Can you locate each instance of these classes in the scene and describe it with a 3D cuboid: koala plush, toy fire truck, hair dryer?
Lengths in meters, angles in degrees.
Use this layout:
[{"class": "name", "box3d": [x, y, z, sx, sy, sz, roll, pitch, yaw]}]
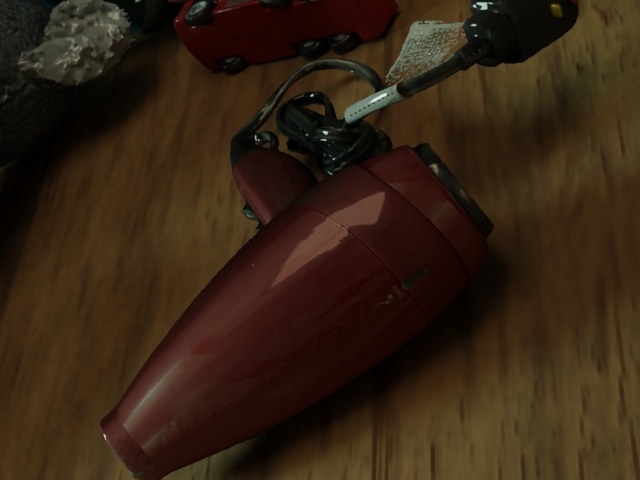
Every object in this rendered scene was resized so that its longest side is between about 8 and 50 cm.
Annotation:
[{"class": "koala plush", "box3d": [-0.235, -0.082, 1.023, 0.196, 0.203, 0.221, -19, 13, 47]}, {"class": "toy fire truck", "box3d": [0.014, -0.170, 0.978, 0.192, 0.047, 0.135, -6, 43, 41]}, {"class": "hair dryer", "box3d": [0.000, 0.000, 0.779, 0.223, 0.080, 0.293, -20, 27, 52]}]

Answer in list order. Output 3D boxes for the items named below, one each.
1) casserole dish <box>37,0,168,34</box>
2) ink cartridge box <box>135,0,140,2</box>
[{"class": "casserole dish", "box3d": [-0.178, -0.172, 1.072, 0.114, 0.188, 0.037, 118, 159, -73]}, {"class": "ink cartridge box", "box3d": [-0.041, -0.218, 1.009, 0.104, 0.061, 0.181, -20, 13, 48]}]
